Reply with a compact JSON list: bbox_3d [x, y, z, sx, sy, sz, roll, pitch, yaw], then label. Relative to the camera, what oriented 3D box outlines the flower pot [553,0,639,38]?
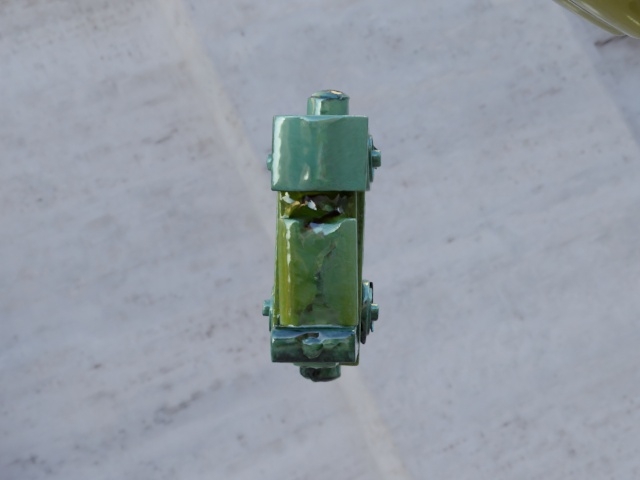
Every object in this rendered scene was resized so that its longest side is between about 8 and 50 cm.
[{"bbox_3d":[0.268,-0.287,1.063,0.195,0.195,0.179,-33,-56,30],"label":"flower pot"}]

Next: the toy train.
[{"bbox_3d":[0.000,0.000,1.515,0.160,0.397,0.253,2,5,2],"label":"toy train"}]
